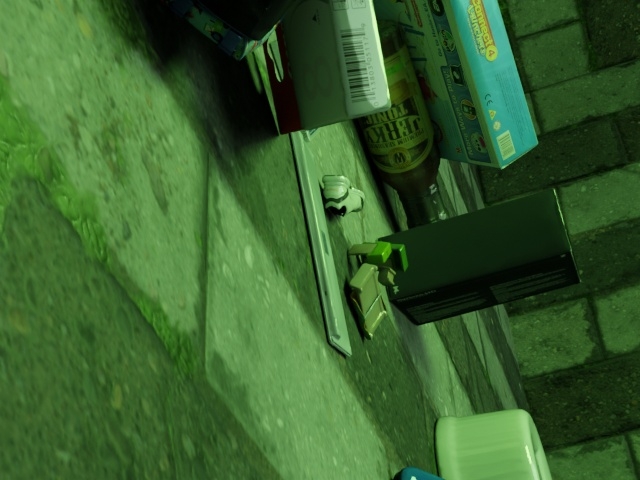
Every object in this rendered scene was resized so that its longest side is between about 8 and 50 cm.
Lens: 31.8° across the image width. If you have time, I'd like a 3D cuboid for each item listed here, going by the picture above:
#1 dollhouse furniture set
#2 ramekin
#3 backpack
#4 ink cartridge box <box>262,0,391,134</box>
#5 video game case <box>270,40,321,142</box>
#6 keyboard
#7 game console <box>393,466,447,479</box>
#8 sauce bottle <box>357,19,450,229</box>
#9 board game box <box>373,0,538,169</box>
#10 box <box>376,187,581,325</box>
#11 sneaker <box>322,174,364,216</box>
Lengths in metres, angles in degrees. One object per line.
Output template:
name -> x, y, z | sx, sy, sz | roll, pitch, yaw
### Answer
dollhouse furniture set -> 0.054, 0.051, 1.378 | 0.152, 0.058, 0.076 | -53, 136, -51
ramekin -> 0.271, 0.381, 1.653 | 0.277, 0.135, 0.277 | -16, 90, -77
backpack -> -0.088, -0.250, 0.909 | 0.173, 0.117, 0.158 | 35, 30, -8
ink cartridge box -> -0.025, -0.199, 1.086 | 0.232, 0.066, 0.189 | -5, -83, 58
video game case -> -0.028, -0.180, 1.331 | 0.087, 0.011, 0.122 | -59, 132, -74
keyboard -> 0.000, 0.000, 1.237 | 0.072, 0.014, 0.256 | 58, 20, -66
game console -> 0.145, 0.446, 1.272 | 0.250, 0.173, 0.293 | 27, 39, -30
sauce bottle -> 0.124, -0.166, 1.746 | 0.111, 0.111, 0.344 | -80, 150, -63
board game box -> 0.170, -0.281, 1.758 | 0.302, 0.086, 0.308 | 19, -45, 55
box -> 0.234, 0.030, 1.636 | 0.184, 0.261, 0.103 | 41, 35, -69
sneaker -> 0.025, -0.046, 1.355 | 0.109, 0.040, 0.044 | 31, 61, -67
